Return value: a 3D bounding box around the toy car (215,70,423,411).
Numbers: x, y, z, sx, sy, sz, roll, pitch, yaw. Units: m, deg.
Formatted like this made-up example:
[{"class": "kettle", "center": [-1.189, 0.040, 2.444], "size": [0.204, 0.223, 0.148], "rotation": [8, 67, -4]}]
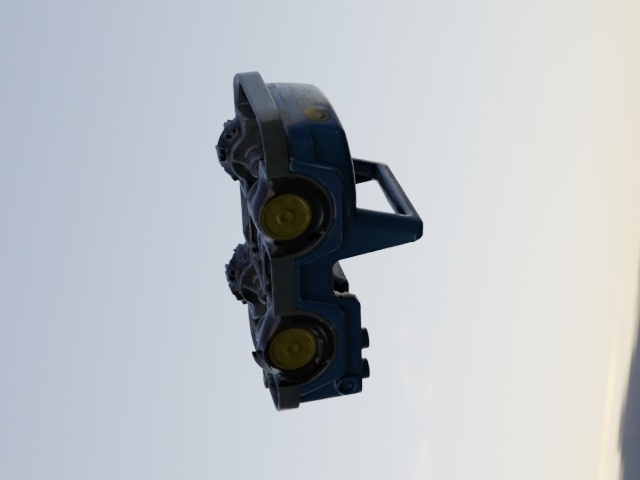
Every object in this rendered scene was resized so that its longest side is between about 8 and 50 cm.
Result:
[{"class": "toy car", "center": [0.000, 0.000, 0.794], "size": [0.097, 0.100, 0.191], "rotation": [-116, 20, -58]}]
